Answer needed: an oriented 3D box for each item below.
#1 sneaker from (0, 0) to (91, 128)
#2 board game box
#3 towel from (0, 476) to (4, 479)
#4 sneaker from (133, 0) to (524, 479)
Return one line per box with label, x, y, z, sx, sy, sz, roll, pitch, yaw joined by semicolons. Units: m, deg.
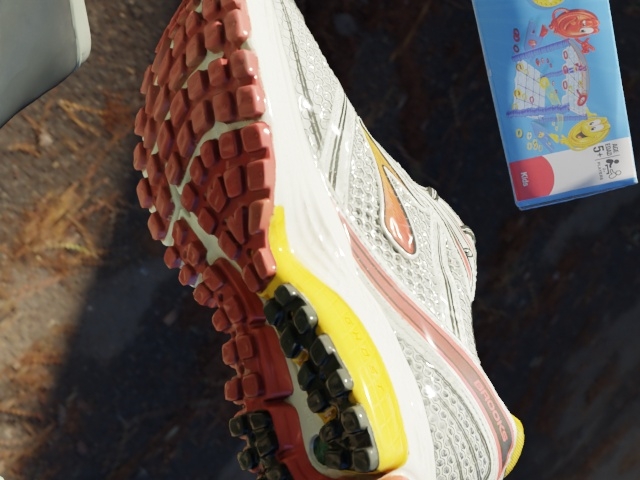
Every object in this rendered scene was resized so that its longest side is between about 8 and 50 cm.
sneaker;-0.210;-0.157;0.777;0.118;0.083;0.222;-58;153;-33
board game box;0.144;-0.232;0.923;0.086;0.302;0.308;-12;122;10
towel;-0.231;-0.041;0.405;0.038;0.248;0.325;-46;140;-27
sneaker;0.000;0.000;0.455;0.093;0.225;0.088;-7;161;-39
